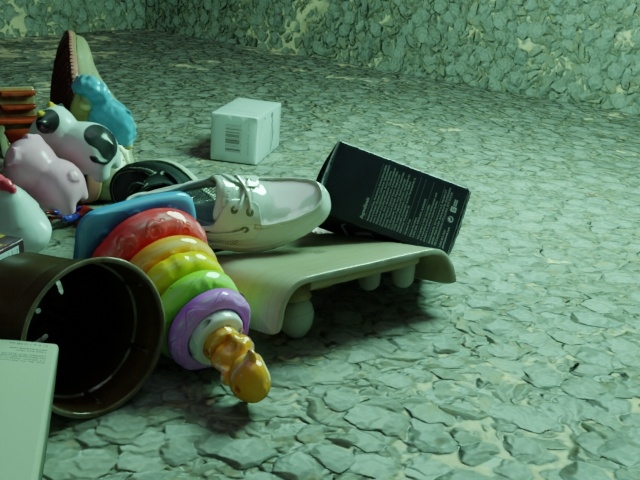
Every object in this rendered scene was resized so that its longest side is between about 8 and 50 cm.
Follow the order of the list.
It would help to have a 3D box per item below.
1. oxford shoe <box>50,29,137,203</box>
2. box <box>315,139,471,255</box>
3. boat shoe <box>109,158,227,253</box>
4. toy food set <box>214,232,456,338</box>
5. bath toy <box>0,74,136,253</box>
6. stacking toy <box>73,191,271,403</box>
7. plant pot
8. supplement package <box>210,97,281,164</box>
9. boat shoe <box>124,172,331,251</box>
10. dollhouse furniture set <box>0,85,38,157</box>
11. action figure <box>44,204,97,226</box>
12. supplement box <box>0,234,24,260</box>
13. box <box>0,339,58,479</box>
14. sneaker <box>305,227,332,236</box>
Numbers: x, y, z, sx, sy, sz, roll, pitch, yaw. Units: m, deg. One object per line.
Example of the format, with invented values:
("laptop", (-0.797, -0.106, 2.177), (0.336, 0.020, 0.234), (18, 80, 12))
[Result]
("oxford shoe", (-0.409, -0.223, 1.644), (0.130, 0.348, 0.123), (-1, -21, -34))
("box", (0.092, -0.051, 1.326), (0.207, 0.108, 0.153), (21, -8, -6))
("boat shoe", (-0.242, -0.041, 1.359), (0.113, 0.127, 0.340), (0, 26, -46))
("toy food set", (-0.002, 0.059, 1.212), (0.306, 0.092, 0.220), (-10, 13, -38))
("bath toy", (-0.422, -0.121, 1.398), (0.151, 0.129, 0.348), (7, 41, 16))
("stacking toy", (-0.146, 0.084, 1.032), (0.166, 0.175, 0.302), (-15, 39, -37))
("plant pot", (-0.283, 0.086, 0.967), (0.165, 0.167, 0.167), (13, 21, 43))
("supplement package", (-0.160, -0.239, 1.953), (0.105, 0.105, 0.179), (8, 21, 11))
("boat shoe", (-0.123, -0.043, 1.193), (0.277, 0.096, 0.098), (-11, 59, -4))
("dollhouse furniture set", (-0.565, -0.206, 1.737), (0.262, 0.135, 0.259), (-7, 22, -27))
("action figure", (-0.404, -0.039, 1.466), (0.038, 0.030, 0.115), (23, 22, 30))
("supplement box", (-0.464, 0.053, 1.120), (0.104, 0.081, 0.188), (9, 20, 14))
("box", (-0.274, 0.187, 0.732), (0.094, 0.113, 0.275), (7, 17, -14))
("sneaker", (0.000, 0.000, 1.406), (0.134, 0.051, 0.070), (6, 27, 2))
